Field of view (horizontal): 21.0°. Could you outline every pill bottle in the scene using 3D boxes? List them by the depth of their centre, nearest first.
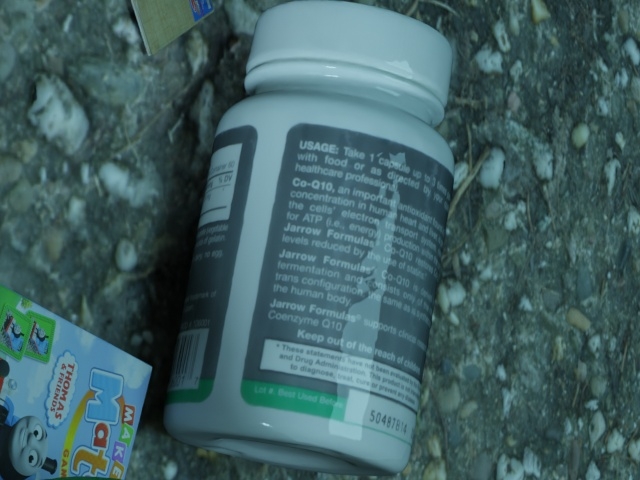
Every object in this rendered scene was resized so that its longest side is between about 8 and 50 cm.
[{"bbox_3d":[0.000,0.000,1.421,0.204,0.204,0.361,28,68,-53],"label":"pill bottle"}]

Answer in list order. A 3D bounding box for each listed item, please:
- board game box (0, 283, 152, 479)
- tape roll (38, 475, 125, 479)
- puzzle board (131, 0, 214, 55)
[{"bbox_3d":[-0.213,0.132,1.248,0.211,0.039,0.160,37,60,-52],"label":"board game box"},{"bbox_3d":[-0.152,0.309,1.105,0.321,0.321,0.077,-57,171,-39],"label":"tape roll"},{"bbox_3d":[-0.131,-0.226,1.392,0.096,0.011,0.128,-45,128,-48],"label":"puzzle board"}]
